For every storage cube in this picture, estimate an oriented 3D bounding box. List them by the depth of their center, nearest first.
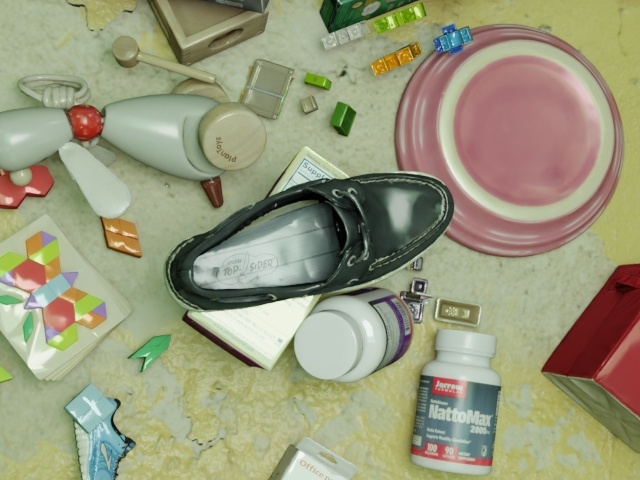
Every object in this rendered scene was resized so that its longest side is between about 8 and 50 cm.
[{"bbox_3d":[0.444,0.159,1.301,0.215,0.183,0.193,39,81,-4],"label":"storage cube"}]

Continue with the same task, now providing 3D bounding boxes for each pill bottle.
[{"bbox_3d":[0.041,0.118,1.224,0.108,0.193,0.108,1,92,22],"label":"pill bottle"},{"bbox_3d":[0.181,0.211,1.292,0.108,0.108,0.180,9,82,-8],"label":"pill bottle"}]

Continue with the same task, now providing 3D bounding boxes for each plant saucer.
[{"bbox_3d":[0.272,-0.144,1.356,0.332,0.084,0.332,1,83,-10],"label":"plant saucer"}]

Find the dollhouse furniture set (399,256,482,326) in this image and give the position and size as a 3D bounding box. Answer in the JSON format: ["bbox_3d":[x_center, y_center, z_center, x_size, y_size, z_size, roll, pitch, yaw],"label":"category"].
[{"bbox_3d":[0.172,0.071,1.317,0.114,0.081,0.091,11,83,-8],"label":"dollhouse furniture set"}]

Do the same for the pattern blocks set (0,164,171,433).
[{"bbox_3d":[-0.341,0.066,1.224,0.325,0.026,0.285,39,65,-9],"label":"pattern blocks set"}]

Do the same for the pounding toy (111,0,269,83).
[{"bbox_3d":[-0.177,-0.277,1.289,0.206,0.094,0.181,-26,87,-11],"label":"pounding toy"}]

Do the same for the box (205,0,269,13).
[{"bbox_3d":[-0.177,-0.426,1.238,0.307,0.076,0.242,15,63,12],"label":"box"}]

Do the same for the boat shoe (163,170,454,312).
[{"bbox_3d":[-0.002,-0.004,1.063,0.340,0.113,0.127,-11,86,-11],"label":"boat shoe"}]

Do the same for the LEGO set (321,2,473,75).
[{"bbox_3d":[0.128,-0.280,1.326,0.227,0.093,0.087,-17,101,20],"label":"LEGO set"}]

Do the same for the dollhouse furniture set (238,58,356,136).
[{"bbox_3d":[-0.029,-0.191,1.342,0.151,0.058,0.076,19,89,13],"label":"dollhouse furniture set"}]

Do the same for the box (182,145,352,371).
[{"bbox_3d":[-0.055,0.029,1.218,0.117,0.213,0.243,36,80,-5],"label":"box"}]

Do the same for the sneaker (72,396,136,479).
[{"bbox_3d":[-0.267,0.274,1.236,0.073,0.063,0.162,-8,86,-13],"label":"sneaker"}]

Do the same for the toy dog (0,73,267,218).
[{"bbox_3d":[-0.234,-0.103,1.235,0.333,0.220,0.161,1,116,-2],"label":"toy dog"}]

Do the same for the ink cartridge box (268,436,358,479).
[{"bbox_3d":[-0.022,0.332,1.254,0.092,0.090,0.143,33,79,-5],"label":"ink cartridge box"}]

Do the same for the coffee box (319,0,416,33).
[{"bbox_3d":[0.094,-0.346,1.334,0.184,0.113,0.040,-23,85,-9],"label":"coffee box"}]
